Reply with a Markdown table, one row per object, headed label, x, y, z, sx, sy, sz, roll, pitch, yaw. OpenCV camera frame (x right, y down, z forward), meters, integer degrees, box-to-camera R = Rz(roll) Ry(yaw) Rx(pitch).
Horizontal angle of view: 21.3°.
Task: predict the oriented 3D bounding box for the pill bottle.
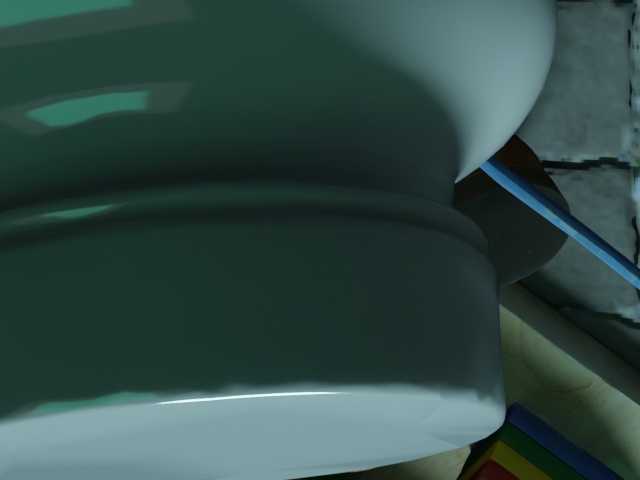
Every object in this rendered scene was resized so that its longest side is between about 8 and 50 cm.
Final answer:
| label | x | y | z | sx | sy | sz | roll | pitch | yaw |
| --- | --- | --- | --- | --- | --- | --- | --- | --- | --- |
| pill bottle | -0.051 | -0.137 | 0.515 | 0.229 | 0.229 | 0.408 | -15 | 72 | 32 |

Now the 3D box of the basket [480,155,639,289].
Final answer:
| label | x | y | z | sx | sy | sz | roll | pitch | yaw |
| --- | --- | --- | --- | --- | --- | --- | --- | --- | --- |
| basket | 0.222 | -0.064 | 0.561 | 0.255 | 0.201 | 0.289 | 42 | 99 | -6 |

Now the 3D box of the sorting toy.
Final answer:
| label | x | y | z | sx | sy | sz | roll | pitch | yaw |
| --- | --- | --- | --- | --- | --- | --- | --- | --- | --- |
| sorting toy | 0.031 | 0.130 | 0.873 | 0.255 | 0.089 | 0.257 | 36 | 130 | -1 |

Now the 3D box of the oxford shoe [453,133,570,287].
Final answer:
| label | x | y | z | sx | sy | sz | roll | pitch | yaw |
| --- | --- | --- | --- | --- | --- | --- | --- | --- | --- |
| oxford shoe | 0.000 | 0.000 | 0.764 | 0.212 | 0.076 | 0.076 | -15 | 131 | -4 |
